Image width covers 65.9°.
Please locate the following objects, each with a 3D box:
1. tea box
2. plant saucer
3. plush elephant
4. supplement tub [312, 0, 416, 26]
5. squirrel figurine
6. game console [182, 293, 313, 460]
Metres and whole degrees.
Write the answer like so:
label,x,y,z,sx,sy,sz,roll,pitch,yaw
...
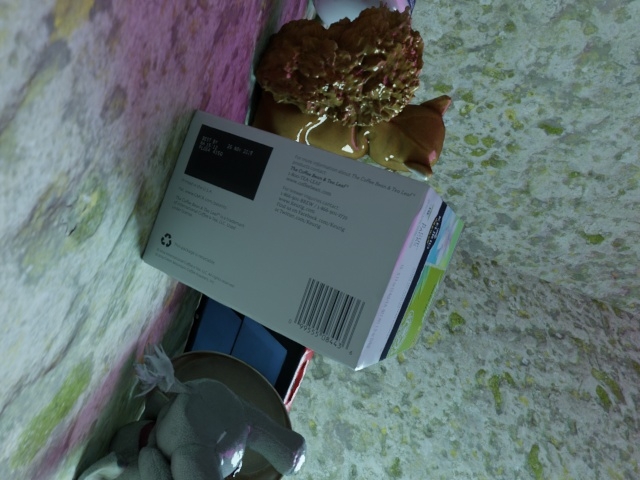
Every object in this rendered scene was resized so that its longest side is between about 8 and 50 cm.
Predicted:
label,x,y,z,sx,sy,sz,roll,pitch,yaw
tea box,0.000,0.000,0.712,0.323,0.328,0.220,13,99,-65
plant saucer,-0.192,0.349,0.954,0.050,0.310,0.311,-40,152,-71
plush elephant,-0.241,0.360,0.811,0.255,0.330,0.272,-44,179,27
supplement tub,0.132,-0.632,1.091,0.228,0.228,0.317,116,-6,-82
squirrel figurine,0.073,-0.252,0.959,0.397,0.370,0.281,99,11,-73
game console,-0.178,0.246,1.058,0.060,0.342,0.387,0,118,-51
